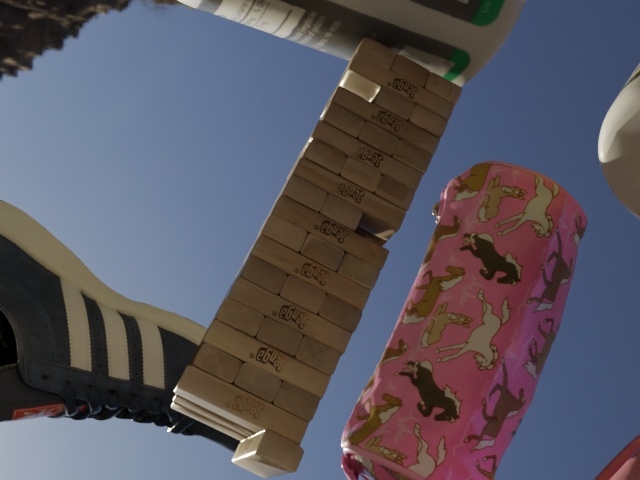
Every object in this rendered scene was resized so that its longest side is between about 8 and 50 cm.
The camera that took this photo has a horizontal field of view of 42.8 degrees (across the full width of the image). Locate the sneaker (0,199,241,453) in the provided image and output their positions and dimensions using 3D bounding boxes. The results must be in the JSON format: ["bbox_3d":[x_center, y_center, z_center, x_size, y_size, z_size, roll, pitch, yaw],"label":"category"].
[{"bbox_3d":[-0.202,0.118,0.703,0.350,0.148,0.131,33,-42,-6],"label":"sneaker"}]

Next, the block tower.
[{"bbox_3d":[0.000,0.000,0.611,0.097,0.335,0.091,27,-23,-5],"label":"block tower"}]

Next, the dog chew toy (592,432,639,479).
[{"bbox_3d":[0.337,0.282,0.572,0.332,0.206,0.206,44,-64,18],"label":"dog chew toy"}]

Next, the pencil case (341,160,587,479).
[{"bbox_3d":[0.159,0.106,0.900,0.167,0.160,0.386,-11,-130,57],"label":"pencil case"}]

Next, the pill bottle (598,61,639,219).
[{"bbox_3d":[0.418,-0.161,0.794,0.188,0.334,0.188,27,-36,22],"label":"pill bottle"}]

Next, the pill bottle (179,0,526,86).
[{"bbox_3d":[-0.013,-0.274,0.692,0.204,0.361,0.204,-164,-90,-73],"label":"pill bottle"}]
